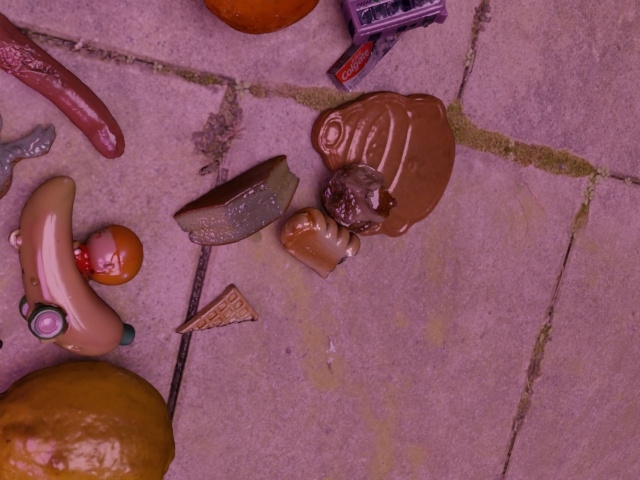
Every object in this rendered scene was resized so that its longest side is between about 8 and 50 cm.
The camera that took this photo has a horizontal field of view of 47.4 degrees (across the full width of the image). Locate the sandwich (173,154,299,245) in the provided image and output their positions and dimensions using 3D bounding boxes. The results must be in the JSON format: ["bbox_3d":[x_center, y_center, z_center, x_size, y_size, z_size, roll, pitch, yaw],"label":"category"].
[{"bbox_3d":[-0.144,-0.071,1.392,0.258,0.096,0.094,-33,123,-14],"label":"sandwich"}]

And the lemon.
[{"bbox_3d":[-0.412,0.340,1.262,0.285,0.285,0.316,-43,114,-12],"label":"lemon"}]

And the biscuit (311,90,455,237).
[{"bbox_3d":[0.138,-0.161,1.540,0.351,0.057,0.312,1,103,-29],"label":"biscuit"}]

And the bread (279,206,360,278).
[{"bbox_3d":[0.000,0.000,1.481,0.119,0.084,0.177,-33,126,31],"label":"bread"}]

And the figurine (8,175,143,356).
[{"bbox_3d":[-0.410,0.047,1.262,0.222,0.124,0.325,-12,106,-26],"label":"figurine"}]

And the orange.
[{"bbox_3d":[-0.108,-0.465,1.214,0.239,0.240,0.240,-8,108,-27],"label":"orange"}]

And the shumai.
[{"bbox_3d":[0.085,-0.079,1.434,0.145,0.116,0.146,-6,109,-18],"label":"shumai"}]

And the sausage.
[{"bbox_3d":[-0.431,-0.250,1.191,0.078,0.078,0.304,-51,122,-7],"label":"sausage"}]

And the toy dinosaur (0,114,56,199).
[{"bbox_3d":[-0.613,-0.099,1.132,0.393,0.092,0.205,-47,125,-12],"label":"toy dinosaur"}]

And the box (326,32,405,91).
[{"bbox_3d":[0.105,-0.392,1.463,0.218,0.039,0.055,-48,122,-9],"label":"box"}]

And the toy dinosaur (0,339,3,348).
[{"bbox_3d":[-0.598,0.236,1.178,0.087,0.179,0.187,35,84,-32],"label":"toy dinosaur"}]

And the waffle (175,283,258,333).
[{"bbox_3d":[-0.206,0.167,1.464,0.152,0.023,0.098,-39,118,-15],"label":"waffle"}]

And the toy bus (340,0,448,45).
[{"bbox_3d":[0.144,-0.451,1.396,0.198,0.096,0.108,-17,88,-4],"label":"toy bus"}]
